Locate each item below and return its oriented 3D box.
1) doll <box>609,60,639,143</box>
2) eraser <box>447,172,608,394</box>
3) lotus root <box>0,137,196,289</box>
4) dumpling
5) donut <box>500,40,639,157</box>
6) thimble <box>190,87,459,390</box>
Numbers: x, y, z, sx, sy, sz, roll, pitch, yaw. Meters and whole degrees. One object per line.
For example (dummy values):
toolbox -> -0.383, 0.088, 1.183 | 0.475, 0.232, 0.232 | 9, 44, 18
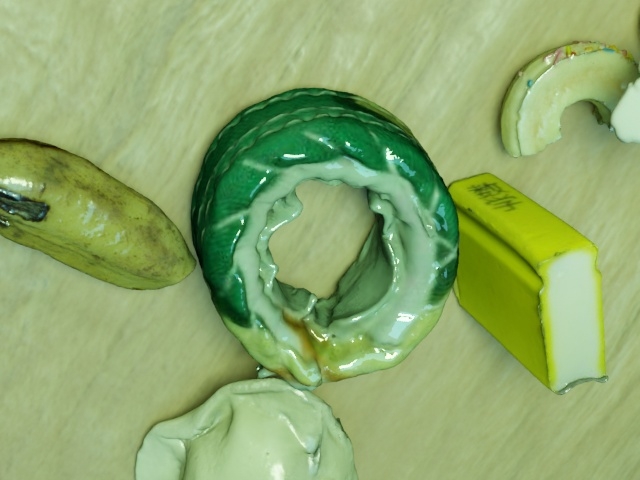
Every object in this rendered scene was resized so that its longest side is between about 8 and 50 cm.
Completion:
doll -> 0.389, -0.145, 1.078 | 0.208, 0.271, 0.144 | 28, 131, -3
eraser -> 0.205, 0.037, 1.133 | 0.069, 0.226, 0.158 | -19, 116, -13
lotus root -> -0.240, -0.026, 1.084 | 0.258, 0.097, 0.110 | 31, 140, -30
dumpling -> -0.086, 0.269, 1.230 | 0.243, 0.187, 0.318 | 16, 110, 22
donut -> 0.261, -0.155, 1.144 | 0.166, 0.065, 0.108 | -12, 114, -5
thimble -> 0.000, 0.000, 1.104 | 0.254, 0.167, 0.288 | 4, 111, -12
